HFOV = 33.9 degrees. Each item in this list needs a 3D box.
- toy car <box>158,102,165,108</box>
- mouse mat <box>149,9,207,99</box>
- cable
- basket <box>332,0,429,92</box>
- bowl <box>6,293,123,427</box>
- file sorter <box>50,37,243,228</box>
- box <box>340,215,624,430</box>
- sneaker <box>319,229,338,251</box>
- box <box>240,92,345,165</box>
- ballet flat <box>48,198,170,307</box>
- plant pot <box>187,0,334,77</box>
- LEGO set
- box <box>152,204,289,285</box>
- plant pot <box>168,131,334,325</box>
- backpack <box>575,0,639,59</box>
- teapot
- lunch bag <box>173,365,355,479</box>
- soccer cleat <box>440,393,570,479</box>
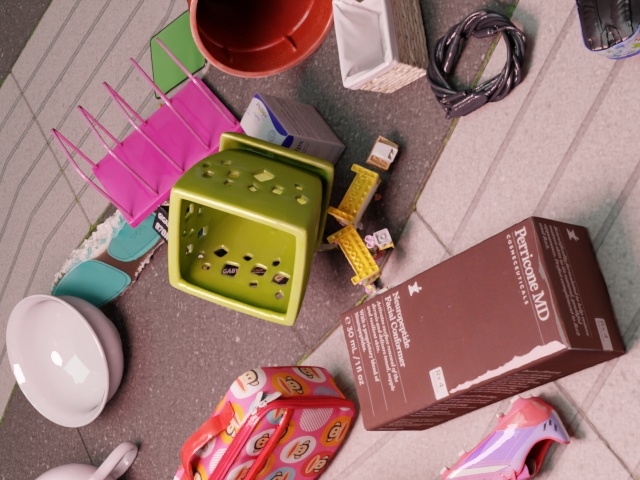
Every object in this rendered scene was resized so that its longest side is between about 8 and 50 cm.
[{"bbox_3d":[-0.321,-0.233,2.188,0.041,0.060,0.122,-6,85,14],"label":"toy car"},{"bbox_3d":[-0.303,-0.401,2.229,0.190,0.007,0.152,-25,66,44],"label":"mouse mat"},{"bbox_3d":[0.240,-0.275,1.599,0.184,0.047,0.150,-31,57,43],"label":"cable"},{"bbox_3d":[0.100,-0.332,1.710,0.113,0.103,0.167,-23,67,43],"label":"basket"},{"bbox_3d":[-0.517,0.236,2.232,0.298,0.134,0.297,11,110,32],"label":"bowl"},{"bbox_3d":[-0.341,-0.218,2.028,0.291,0.182,0.202,-42,50,0],"label":"file sorter"},{"bbox_3d":[0.214,0.132,1.488,0.381,0.143,0.191,-31,62,38],"label":"box"},{"bbox_3d":[0.000,0.000,1.822,0.083,0.031,0.035,4,81,39],"label":"sneaker"},{"bbox_3d":[-0.049,-0.182,1.821,0.072,0.137,0.126,-57,48,25],"label":"box"},{"bbox_3d":[-0.425,0.012,2.229,0.409,0.147,0.147,-38,57,33],"label":"ballet flat"},{"bbox_3d":[-0.142,-0.477,1.897,0.272,0.272,0.265,-58,40,24],"label":"plant pot"},{"bbox_3d":[0.084,-0.018,1.709,0.132,0.107,0.287,-10,68,10],"label":"LEGO set"},{"bbox_3d":[-0.177,0.008,1.900,0.220,0.175,0.051,41,121,43],"label":"box"},{"bbox_3d":[-0.103,-0.033,1.696,0.228,0.207,0.227,18,136,8],"label":"plant pot"},{"bbox_3d":[0.401,-0.299,1.392,0.105,0.084,0.114,-19,65,45],"label":"backpack"},{"bbox_3d":[-0.478,0.556,2.146,0.256,0.187,0.252,-13,93,19],"label":"teapot"},{"bbox_3d":[-0.106,0.335,1.710,0.120,0.258,0.293,51,120,39],"label":"lunch bag"},{"bbox_3d":[0.246,0.321,1.468,0.248,0.083,0.095,-54,53,23],"label":"soccer cleat"}]
